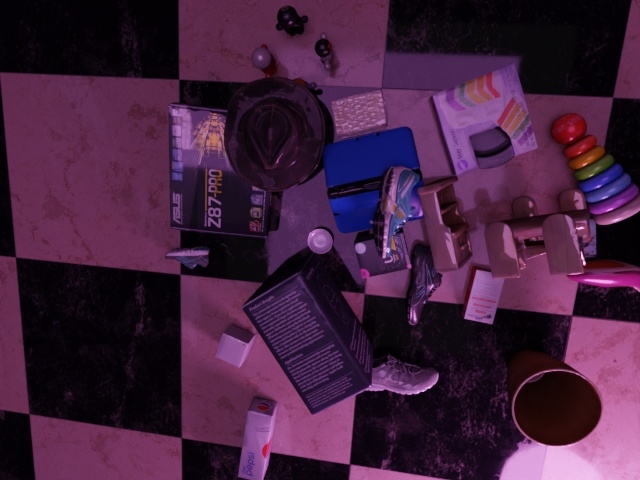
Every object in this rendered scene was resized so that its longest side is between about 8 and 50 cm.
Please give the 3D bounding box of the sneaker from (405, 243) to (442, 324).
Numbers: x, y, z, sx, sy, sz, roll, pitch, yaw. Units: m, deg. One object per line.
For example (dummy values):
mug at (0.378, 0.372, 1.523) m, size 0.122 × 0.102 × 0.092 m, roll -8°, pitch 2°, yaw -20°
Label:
sneaker at (0.334, 0.148, 1.367) m, size 0.106 × 0.101 × 0.268 m, roll 8°, pitch 102°, yaw 5°

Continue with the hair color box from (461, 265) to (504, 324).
hair color box at (0.521, 0.175, 1.368) m, size 0.092 × 0.053 × 0.168 m, roll 11°, pitch 101°, yaw 5°

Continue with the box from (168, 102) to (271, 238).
box at (-0.308, -0.217, 1.349) m, size 0.317 × 0.097 × 0.396 m, roll 7°, pitch 110°, yaw -2°

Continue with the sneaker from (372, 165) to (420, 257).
sneaker at (0.222, -0.075, 1.242) m, size 0.109 × 0.107 × 0.276 m, roll 8°, pitch 106°, yaw -12°

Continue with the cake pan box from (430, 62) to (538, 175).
cake pan box at (0.482, -0.347, 1.265) m, size 0.245 × 0.070 × 0.267 m, roll -17°, pitch 99°, yaw 13°

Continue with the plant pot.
plant pot at (0.672, 0.439, 1.294) m, size 0.236 × 0.254 × 0.238 m, roll 2°, pitch 102°, yaw 9°

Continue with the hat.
hat at (-0.132, -0.291, 1.210) m, size 0.330 × 0.134 × 0.332 m, roll -1°, pitch 109°, yaw -3°

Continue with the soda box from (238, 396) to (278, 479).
soda box at (-0.229, 0.734, 1.570) m, size 0.097 × 0.091 × 0.287 m, roll 12°, pitch 103°, yaw 6°

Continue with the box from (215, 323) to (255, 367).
box at (-0.302, 0.373, 1.512) m, size 0.101 × 0.087 × 0.101 m, roll 23°, pitch 103°, yaw 3°

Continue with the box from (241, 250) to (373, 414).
box at (-0.021, 0.273, 1.345) m, size 0.211 × 0.293 × 0.396 m, roll -31°, pitch 95°, yaw 13°

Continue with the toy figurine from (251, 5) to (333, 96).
toy figurine at (-0.075, -0.549, 1.265) m, size 0.209 × 0.148 × 0.213 m, roll 40°, pitch 103°, yaw -1°

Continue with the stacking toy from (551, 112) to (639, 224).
stacking toy at (0.776, -0.215, 1.218) m, size 0.141 × 0.141 × 0.331 m, roll -33°, pitch 91°, yaw 13°

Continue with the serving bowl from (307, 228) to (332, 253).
serving bowl at (0.000, 0.000, 1.424) m, size 0.083 × 0.027 × 0.084 m, roll 2°, pitch 101°, yaw 9°

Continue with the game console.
game console at (0.172, -0.188, 1.363) m, size 0.292 × 0.174 × 0.250 m, roll -10°, pitch 130°, yaw 11°

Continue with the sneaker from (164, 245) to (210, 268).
sneaker at (-0.466, 0.065, 1.491) m, size 0.166 × 0.065 × 0.076 m, roll -2°, pitch 105°, yaw 10°

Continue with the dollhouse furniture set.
dollhouse furniture set at (0.506, -0.071, 1.178) m, size 0.393 × 0.362 × 0.257 m, roll -9°, pitch 100°, yaw 37°

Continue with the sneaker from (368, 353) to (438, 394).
sneaker at (0.252, 0.442, 1.434) m, size 0.280 × 0.105 × 0.116 m, roll -4°, pitch 101°, yaw 10°

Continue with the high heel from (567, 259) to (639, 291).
high heel at (0.932, 0.155, 1.268) m, size 0.376 × 0.127 × 0.182 m, roll -1°, pitch 103°, yaw 11°

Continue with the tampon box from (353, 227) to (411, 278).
tampon box at (0.198, 0.038, 1.363) m, size 0.160 × 0.101 × 0.121 m, roll -14°, pitch 98°, yaw 11°

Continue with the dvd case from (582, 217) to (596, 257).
dvd case at (0.801, -0.005, 1.311) m, size 0.087 × 0.013 × 0.120 m, roll -5°, pitch 101°, yaw 9°

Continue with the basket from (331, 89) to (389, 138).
basket at (0.119, -0.381, 1.292) m, size 0.167 × 0.103 × 0.114 m, roll -10°, pitch 98°, yaw 11°
